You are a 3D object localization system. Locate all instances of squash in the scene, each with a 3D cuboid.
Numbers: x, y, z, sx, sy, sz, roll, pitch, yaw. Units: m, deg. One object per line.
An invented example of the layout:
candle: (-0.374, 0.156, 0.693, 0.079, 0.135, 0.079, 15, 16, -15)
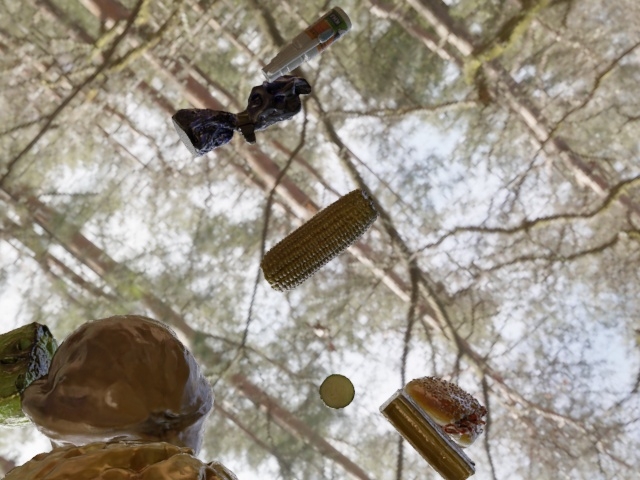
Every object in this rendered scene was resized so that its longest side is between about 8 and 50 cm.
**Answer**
squash: (0.055, 0.401, 2.213, 0.094, 0.094, 0.224, -48, 171, 0)

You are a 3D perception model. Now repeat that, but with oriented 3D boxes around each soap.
soap: (0.230, 0.426, 1.783, 0.073, 0.232, 0.140, -44, 177, -1)

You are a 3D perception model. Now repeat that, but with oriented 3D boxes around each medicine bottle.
medicine bottle: (-0.029, -0.420, 1.763, 0.221, 0.061, 0.092, -39, -166, -6)

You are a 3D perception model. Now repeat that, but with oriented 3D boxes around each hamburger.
hamburger: (0.320, 0.449, 2.147, 0.151, 0.227, 0.295, -56, 162, 17)

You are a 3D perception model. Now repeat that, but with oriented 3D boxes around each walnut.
walnut: (-0.395, 0.328, 1.616, 0.383, 0.383, 0.383, -41, -160, 18)

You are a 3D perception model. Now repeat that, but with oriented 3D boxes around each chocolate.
chocolate: (-0.176, -0.298, 1.967, 0.343, 0.148, 0.126, -23, 159, -13)

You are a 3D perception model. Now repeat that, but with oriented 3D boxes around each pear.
pear: (-0.710, 0.330, 1.800, 0.255, 0.164, 0.238, -16, -144, 4)

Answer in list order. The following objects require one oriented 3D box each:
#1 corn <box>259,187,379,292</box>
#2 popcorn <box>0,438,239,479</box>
corn: (0.000, 0.000, 2.109, 0.344, 0.131, 0.131, -36, -160, 4)
popcorn: (-0.269, 0.394, 0.954, 0.354, 0.344, 0.390, 38, -92, 33)
